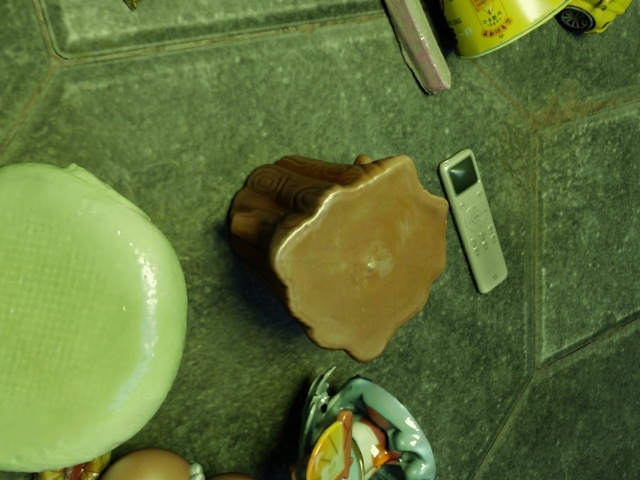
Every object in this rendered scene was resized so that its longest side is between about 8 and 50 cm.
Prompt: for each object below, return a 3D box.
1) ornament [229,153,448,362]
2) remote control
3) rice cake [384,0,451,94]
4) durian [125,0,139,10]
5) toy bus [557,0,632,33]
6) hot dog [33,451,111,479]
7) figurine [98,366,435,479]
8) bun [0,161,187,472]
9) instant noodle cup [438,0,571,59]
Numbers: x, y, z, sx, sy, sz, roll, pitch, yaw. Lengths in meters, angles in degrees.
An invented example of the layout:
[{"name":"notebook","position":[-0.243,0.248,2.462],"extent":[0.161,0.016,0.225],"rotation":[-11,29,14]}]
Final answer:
[{"name":"ornament","position":[0.000,0.000,0.679],"extent":[0.221,0.217,0.235],"rotation":[-3,106,-29]},{"name":"remote control","position":[0.258,-0.026,0.927],"extent":[0.067,0.029,0.261],"rotation":[-34,118,-17]},{"name":"rice cake","position":[0.126,-0.292,0.764],"extent":[0.036,0.047,0.207],"rotation":[-43,121,-19]},{"name":"durian","position":[-0.114,-0.377,0.523],"extent":[0.185,0.195,0.305],"rotation":[3,101,-37]},{"name":"toy bus","position":[0.375,-0.445,0.795],"extent":[0.331,0.151,0.145],"rotation":[31,86,-32]},{"name":"hot dog","position":[-0.294,0.251,0.678],"extent":[0.084,0.073,0.243],"rotation":[12,98,-26]},{"name":"figurine","position":[-0.067,0.334,0.733],"extent":[0.388,0.248,0.277],"rotation":[-30,135,-31]},{"name":"bun","position":[-0.272,0.074,0.574],"extent":[0.293,0.187,0.293],"rotation":[0,91,-5]},{"name":"instant noodle cup","position":[0.225,-0.350,0.736],"extent":[0.182,0.182,0.144],"rotation":[-43,111,-11]}]
